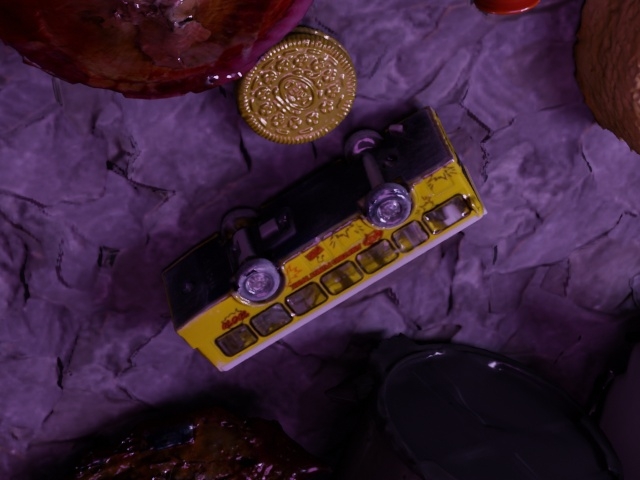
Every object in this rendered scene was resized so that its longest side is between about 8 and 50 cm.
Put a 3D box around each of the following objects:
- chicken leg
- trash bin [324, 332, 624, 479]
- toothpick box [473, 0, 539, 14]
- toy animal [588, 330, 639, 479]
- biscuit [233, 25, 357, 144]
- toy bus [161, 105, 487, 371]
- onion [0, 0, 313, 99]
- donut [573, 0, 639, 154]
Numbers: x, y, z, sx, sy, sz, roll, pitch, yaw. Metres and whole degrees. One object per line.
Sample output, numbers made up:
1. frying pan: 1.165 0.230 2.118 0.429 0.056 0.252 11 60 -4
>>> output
1. chicken leg: -0.111 0.176 1.435 0.234 0.105 0.063 -24 155 3
2. trash bin: 0.081 0.253 1.468 0.252 0.203 0.301 32 120 18
3. toothpick box: 0.118 -0.189 1.283 0.047 0.047 0.083 -12 125 -6
4. toy animal: 0.384 0.158 1.486 0.357 0.258 0.194 2 96 -18
5. biscuit: -0.016 -0.103 1.320 0.084 0.023 0.084 -7 124 -10
6. toy bus: 0.000 0.000 1.358 0.226 0.081 0.074 -32 126 8
7. onion: -0.097 -0.171 1.172 0.230 0.163 0.230 -12 129 -15
8. donut: 0.270 -0.147 1.326 0.217 0.085 0.141 -32 125 10
